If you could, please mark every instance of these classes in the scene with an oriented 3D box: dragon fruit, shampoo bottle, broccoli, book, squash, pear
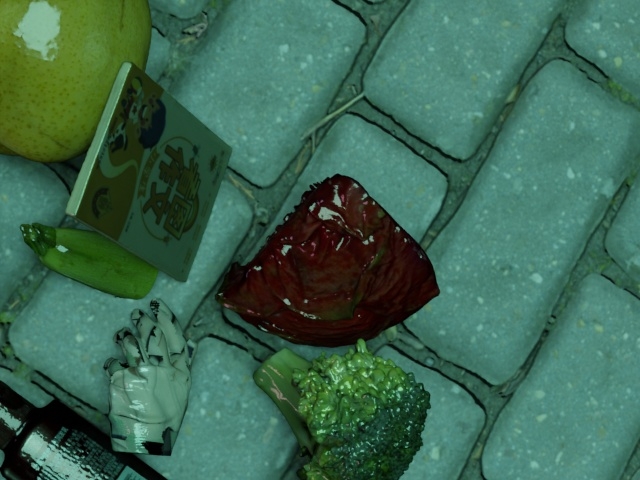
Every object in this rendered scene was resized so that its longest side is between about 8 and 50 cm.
[{"bbox_3d":[0.000,0.000,1.744,0.302,0.330,0.240,-18,66,-13],"label":"dragon fruit"},{"bbox_3d":[-0.316,0.310,1.718,0.323,0.084,0.129,37,71,-6],"label":"shampoo bottle"},{"bbox_3d":[0.010,0.244,1.757,0.243,0.263,0.247,38,108,22],"label":"broccoli"},{"bbox_3d":[-0.216,-0.082,1.707,0.020,0.295,0.208,13,78,26],"label":"book"},{"bbox_3d":[-0.323,0.018,1.759,0.200,0.075,0.090,19,98,-32],"label":"squash"},{"bbox_3d":[-0.368,-0.258,1.676,0.314,0.314,0.314,2,83,-13],"label":"pear"}]

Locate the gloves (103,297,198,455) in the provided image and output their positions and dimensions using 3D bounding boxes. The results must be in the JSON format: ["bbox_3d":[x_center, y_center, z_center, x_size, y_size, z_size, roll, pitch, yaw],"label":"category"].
[{"bbox_3d":[-0.224,0.179,1.737,0.127,0.111,0.212,8,78,-14],"label":"gloves"}]
